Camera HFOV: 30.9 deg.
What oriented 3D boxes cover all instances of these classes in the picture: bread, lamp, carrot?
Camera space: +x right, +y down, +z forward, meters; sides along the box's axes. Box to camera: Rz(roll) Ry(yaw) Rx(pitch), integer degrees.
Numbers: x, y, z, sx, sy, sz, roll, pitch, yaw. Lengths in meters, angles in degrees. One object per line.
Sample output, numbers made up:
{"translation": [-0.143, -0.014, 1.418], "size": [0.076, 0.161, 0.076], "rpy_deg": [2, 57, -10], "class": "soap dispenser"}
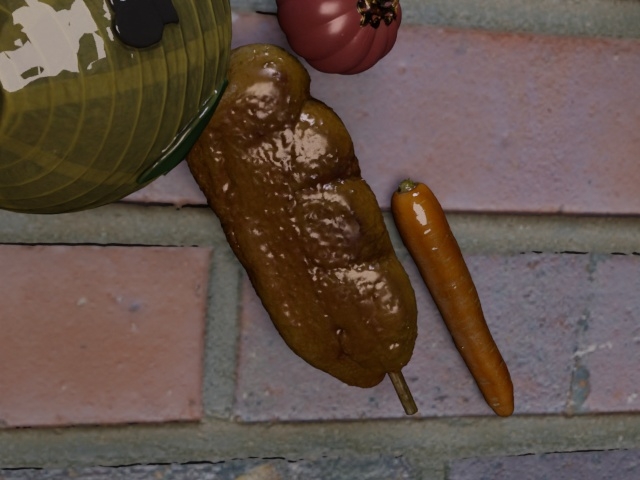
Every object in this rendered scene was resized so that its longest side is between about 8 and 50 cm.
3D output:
{"translation": [0.000, 0.001, 0.933], "size": [0.124, 0.084, 0.344], "rpy_deg": [-22, 111, 15], "class": "bread"}
{"translation": [-0.190, -0.126, 0.742], "size": [0.250, 0.284, 0.250], "rpy_deg": [8, 120, 14], "class": "lamp"}
{"translation": [0.014, -0.179, 0.881], "size": [0.107, 0.092, 0.107], "rpy_deg": [11, 74, -46], "class": "lamp"}
{"translation": [0.120, 0.055, 1.002], "size": [0.043, 0.043, 0.248], "rpy_deg": [-29, 112, -6], "class": "carrot"}
